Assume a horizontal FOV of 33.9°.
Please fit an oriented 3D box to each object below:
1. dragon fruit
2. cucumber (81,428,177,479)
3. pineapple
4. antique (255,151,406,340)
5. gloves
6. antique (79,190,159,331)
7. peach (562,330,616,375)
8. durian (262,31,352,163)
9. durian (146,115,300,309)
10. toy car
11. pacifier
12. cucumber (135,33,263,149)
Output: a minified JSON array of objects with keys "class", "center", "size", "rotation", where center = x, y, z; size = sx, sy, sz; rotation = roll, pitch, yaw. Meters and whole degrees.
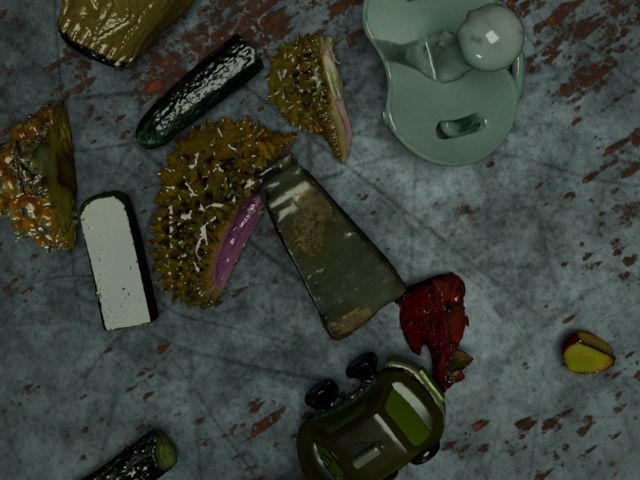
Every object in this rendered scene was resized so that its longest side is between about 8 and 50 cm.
[{"class":"dragon fruit","center":[0.186,0.153,1.700],"size":[0.123,0.092,0.192],"rotation":[-6,93,1]},{"class":"cucumber","center":[-0.373,0.420,1.725],"size":[0.303,0.081,0.072],"rotation":[-35,49,6]},{"class":"pineapple","center":[-0.477,-0.099,1.659],"size":[0.140,0.164,0.249],"rotation":[-3,96,8]},{"class":"antique","center":[0.000,0.000,1.637],"size":[0.150,0.125,0.284],"rotation":[-34,113,0]},{"class":"gloves","center":[-0.276,-0.441,1.640],"size":[0.203,0.155,0.356],"rotation":[29,89,-5]},{"class":"antique","center":[-0.328,0.030,1.703],"size":[0.081,0.080,0.220],"rotation":[-11,92,0]},{"class":"peach","center":[0.439,0.181,1.722],"size":[0.083,0.050,0.077],"rotation":[-11,116,10]},{"class":"durian","center":[-0.009,-0.226,1.688],"size":[0.140,0.078,0.224],"rotation":[-27,91,2]},{"class":"durian","center":[-0.187,-0.059,1.681],"size":[0.191,0.112,0.341],"rotation":[27,94,-3]},{"class":"toy car","center":[0.074,0.309,1.649],"size":[0.248,0.198,0.204],"rotation":[-36,93,13]},{"class":"pacifier","center":[0.224,-0.290,1.600],"size":[0.288,0.269,0.343],"rotation":[-18,97,-24]},{"class":"cucumber","center":[-0.204,-0.234,1.690],"size":[0.241,0.074,0.074],"rotation":[-38,92,2]}]
